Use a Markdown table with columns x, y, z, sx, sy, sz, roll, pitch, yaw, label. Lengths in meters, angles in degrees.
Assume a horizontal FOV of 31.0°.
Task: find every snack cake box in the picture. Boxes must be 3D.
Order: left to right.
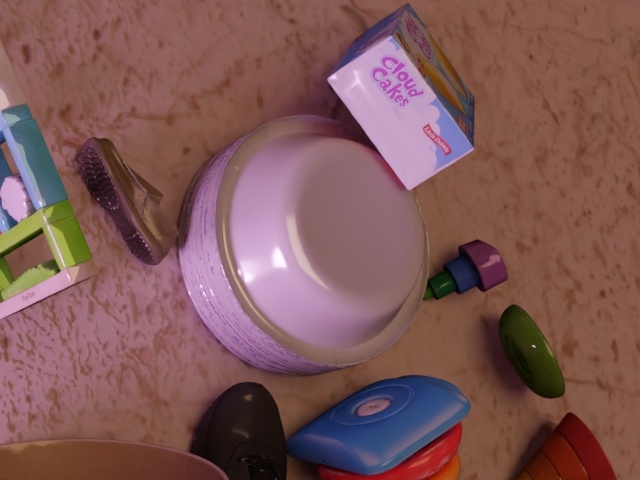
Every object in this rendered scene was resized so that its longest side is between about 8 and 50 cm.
| x | y | z | sx | sy | sz | roll | pitch | yaw | label |
| --- | --- | --- | --- | --- | --- | --- | --- | --- | --- |
| 0.101 | -0.174 | 1.328 | 0.152 | 0.089 | 0.264 | 54 | 17 | -11 | snack cake box |

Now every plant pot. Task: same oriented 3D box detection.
| x | y | z | sx | sy | sz | roll | pitch | yaw | label |
| --- | --- | --- | --- | --- | --- | --- | --- | --- | --- |
| -0.221 | 0.298 | 0.975 | 0.284 | 0.284 | 0.191 | -2 | 97 | -35 | plant pot |

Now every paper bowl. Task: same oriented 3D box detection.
| x | y | z | sx | sy | sz | roll | pitch | yaw | label |
| --- | --- | --- | --- | --- | --- | --- | --- | --- | --- |
| 0.000 | 0.000 | 1.263 | 0.284 | 0.148 | 0.284 | 11 | 70 | -32 | paper bowl |

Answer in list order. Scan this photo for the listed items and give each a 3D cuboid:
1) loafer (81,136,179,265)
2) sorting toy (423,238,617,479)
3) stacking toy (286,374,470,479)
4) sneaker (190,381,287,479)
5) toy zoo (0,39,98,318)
| x | y | z | sx | sy | sz | roll | pitch | yaw | label |
| --- | --- | --- | --- | --- | --- | --- | --- | --- | --- |
| -0.197 | -0.045 | 1.198 | 0.050 | 0.056 | 0.148 | -38 | 110 | -36 | loafer |
| 0.228 | 0.183 | 1.419 | 0.126 | 0.127 | 0.366 | -27 | 91 | -7 | sorting toy |
| 0.103 | 0.313 | 1.262 | 0.165 | 0.175 | 0.302 | -27 | 105 | -33 | stacking toy |
| -0.063 | 0.282 | 1.154 | 0.109 | 0.130 | 0.286 | 10 | 71 | -30 | sneaker |
| -0.307 | -0.081 | 1.045 | 0.030 | 0.192 | 0.293 | -24 | 91 | -37 | toy zoo |
